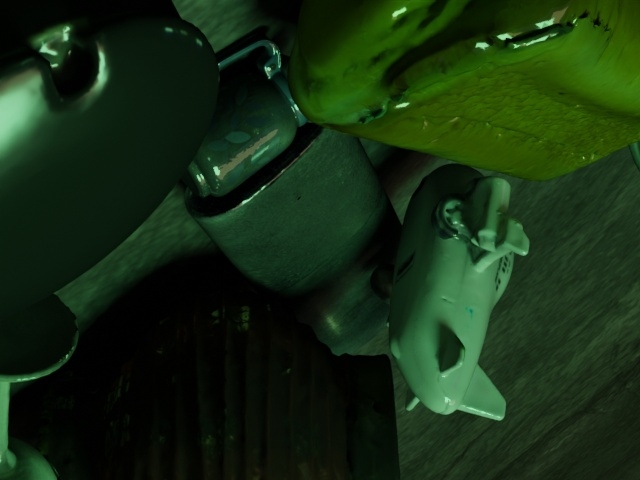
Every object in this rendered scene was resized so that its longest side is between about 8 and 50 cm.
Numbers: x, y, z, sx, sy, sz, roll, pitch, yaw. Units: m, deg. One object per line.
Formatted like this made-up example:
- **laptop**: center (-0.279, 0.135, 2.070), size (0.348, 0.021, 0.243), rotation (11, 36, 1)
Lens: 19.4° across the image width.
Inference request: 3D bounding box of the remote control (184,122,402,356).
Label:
- **remote control**: center (0.000, 0.000, 1.202), size (0.107, 0.044, 0.377), rotation (-46, 161, -4)

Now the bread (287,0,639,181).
- **bread**: center (0.113, -0.113, 1.046), size (0.166, 0.112, 0.383), rotation (-23, 168, 22)

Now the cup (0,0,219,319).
- **cup**: center (-0.121, -0.086, 0.609), size (0.169, 0.176, 0.223), rotation (-8, 145, -50)

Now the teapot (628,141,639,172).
- **teapot**: center (0.321, -0.124, 1.353), size (0.239, 0.149, 0.162), rotation (-47, 160, 19)

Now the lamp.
- **lamp**: center (-0.063, 0.147, 1.158), size (0.247, 0.247, 0.247), rotation (-34, 160, -15)

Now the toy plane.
- **toy plane**: center (0.085, 0.030, 1.190), size (0.080, 0.174, 0.174), rotation (14, 137, -15)

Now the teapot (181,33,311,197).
- **teapot**: center (-0.045, -0.067, 0.988), size (0.083, 0.063, 0.049), rotation (-38, -168, -12)

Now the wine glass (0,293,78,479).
- **wine glass**: center (-0.177, 0.119, 1.026), size (0.079, 0.079, 0.195), rotation (-24, 141, -37)
